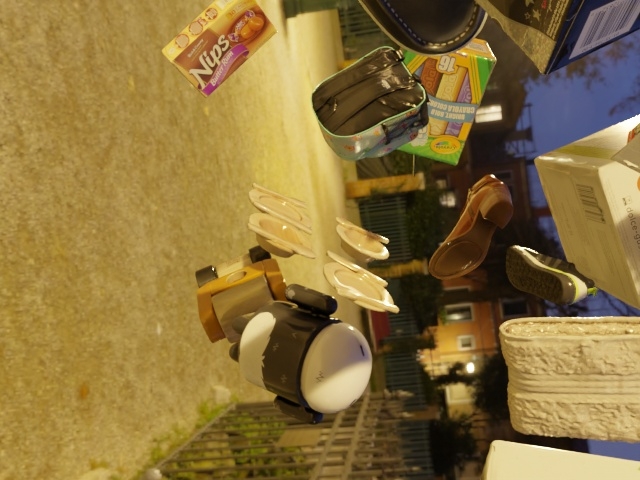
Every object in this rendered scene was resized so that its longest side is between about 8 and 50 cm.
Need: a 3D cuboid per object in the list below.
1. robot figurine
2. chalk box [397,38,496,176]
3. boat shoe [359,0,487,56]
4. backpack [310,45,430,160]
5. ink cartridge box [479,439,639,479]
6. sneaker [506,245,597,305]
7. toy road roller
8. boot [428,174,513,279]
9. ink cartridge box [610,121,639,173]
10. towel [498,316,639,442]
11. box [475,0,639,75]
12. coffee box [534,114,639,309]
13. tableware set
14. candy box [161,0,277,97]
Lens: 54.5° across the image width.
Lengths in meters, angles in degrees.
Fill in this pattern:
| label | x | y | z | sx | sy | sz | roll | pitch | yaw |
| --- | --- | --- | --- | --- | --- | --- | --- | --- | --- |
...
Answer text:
| label | x | y | z | sx | sy | sz | roll | pitch | yaw |
| --- | --- | --- | --- | --- | --- | --- | --- | --- | --- |
| robot figurine | -0.038 | 0.211 | 1.160 | 0.174 | 0.278 | 0.209 | -53 | 140 | -31 |
| chalk box | 0.222 | -0.280 | 1.299 | 0.180 | 0.179 | 0.289 | -77 | -177 | -60 |
| boat shoe | 0.087 | -0.360 | 0.628 | 0.500 | 0.186 | 0.156 | 58 | 19 | -56 |
| backpack | 0.083 | -0.234 | 1.122 | 0.144 | 0.188 | 0.166 | 75 | -10 | -63 |
| ink cartridge box | 0.171 | 0.197 | 0.374 | 0.212 | 0.154 | 0.093 | 71 | 26 | -60 |
| sneaker | 0.479 | 0.075 | 1.299 | 0.235 | 0.097 | 0.084 | -130 | -142 | -63 |
| toy road roller | -0.162 | 0.174 | 1.507 | 0.329 | 0.202 | 0.241 | -123 | -169 | -68 |
| boot | 0.385 | -0.043 | 1.635 | 0.284 | 0.109 | 0.220 | -57 | -171 | 23 |
| ink cartridge box | 0.490 | -0.148 | 0.912 | 0.029 | 0.062 | 0.115 | -66 | -177 | -31 |
| towel | 0.370 | 0.176 | 0.759 | 0.049 | 0.282 | 0.187 | -64 | 145 | -53 |
| box | 0.233 | -0.259 | 0.435 | 0.142 | 0.247 | 0.163 | 59 | -11 | 24 |
| coffee box | 0.764 | -0.089 | 1.447 | 0.338 | 0.334 | 0.338 | -108 | 175 | -79 |
| tableware set | 0.000 | 0.000 | 0.530 | 0.020 | 0.141 | 0.169 | -60 | -169 | 18 |
| candy box | -0.183 | -0.365 | 1.137 | 0.053 | 0.186 | 0.109 | 49 | 3 | 37 |
